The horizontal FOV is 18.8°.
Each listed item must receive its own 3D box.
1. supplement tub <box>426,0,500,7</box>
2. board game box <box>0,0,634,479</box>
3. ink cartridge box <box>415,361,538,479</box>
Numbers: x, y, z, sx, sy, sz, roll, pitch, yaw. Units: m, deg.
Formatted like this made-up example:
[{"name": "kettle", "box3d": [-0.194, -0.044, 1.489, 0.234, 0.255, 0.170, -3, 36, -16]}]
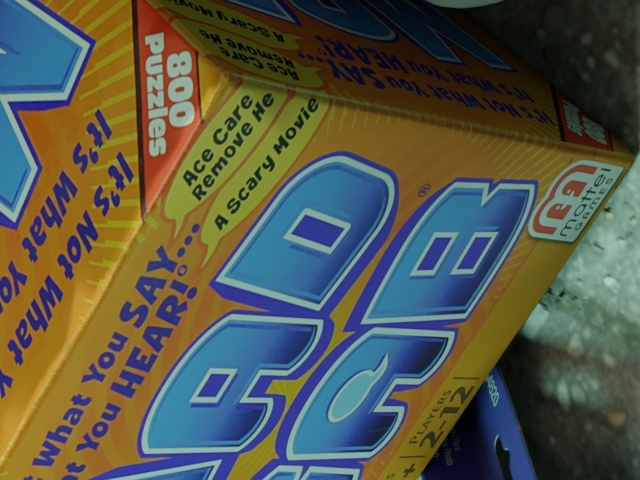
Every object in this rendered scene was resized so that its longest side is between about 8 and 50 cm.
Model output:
[{"name": "supplement tub", "box3d": [0.009, -0.295, 1.021, 0.331, 0.241, 0.241, 45, 131, 32]}, {"name": "board game box", "box3d": [-0.124, -0.023, 1.096, 0.356, 0.356, 0.356, 45, 113, 32]}, {"name": "ink cartridge box", "box3d": [0.074, 0.201, 1.158, 0.223, 0.045, 0.224, -103, 22, -61]}]
